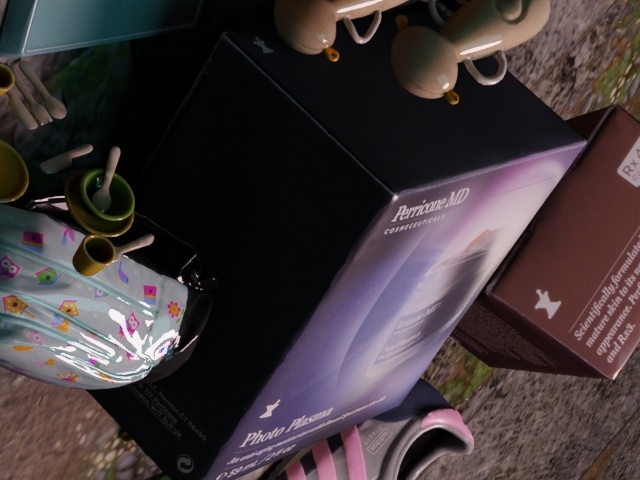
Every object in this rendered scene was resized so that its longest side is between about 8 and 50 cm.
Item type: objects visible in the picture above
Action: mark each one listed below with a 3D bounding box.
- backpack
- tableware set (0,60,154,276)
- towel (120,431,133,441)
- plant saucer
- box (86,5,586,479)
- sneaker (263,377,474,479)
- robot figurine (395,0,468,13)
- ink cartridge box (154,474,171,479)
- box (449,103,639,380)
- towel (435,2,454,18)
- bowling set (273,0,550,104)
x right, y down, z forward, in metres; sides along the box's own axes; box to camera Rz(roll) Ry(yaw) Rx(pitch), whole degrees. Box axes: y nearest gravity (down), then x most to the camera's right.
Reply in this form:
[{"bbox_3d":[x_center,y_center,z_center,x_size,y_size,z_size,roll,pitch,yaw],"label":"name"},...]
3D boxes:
[{"bbox_3d":[-0.175,0.033,1.233,0.182,0.152,0.115,31,63,-51],"label":"backpack"},{"bbox_3d":[-0.170,-0.046,1.161,0.104,0.154,0.024,-28,169,-46],"label":"tableware set"},{"bbox_3d":[-0.061,0.115,1.625,0.102,0.021,0.237,-33,175,40],"label":"towel"},{"bbox_3d":[-0.134,-0.157,1.247,0.192,0.018,0.067,-20,135,-55],"label":"plant saucer"},{"bbox_3d":[0.000,0.000,1.411,0.296,0.183,0.294,-17,145,-55],"label":"box"},{"bbox_3d":[0.022,0.261,1.869,0.319,0.131,0.112,-49,154,-20],"label":"sneaker"},{"bbox_3d":[0.162,-0.265,1.437,0.278,0.209,0.173,-25,140,-20],"label":"robot figurine"},{"bbox_3d":[-0.129,0.319,1.567,0.289,0.211,0.121,-18,135,-53],"label":"ink cartridge box"},{"bbox_3d":[0.202,0.007,1.704,0.191,0.143,0.381,-55,-175,-7],"label":"box"},{"bbox_3d":[0.137,-0.207,1.596,0.148,0.027,0.110,-32,179,20],"label":"towel"},{"bbox_3d":[-0.003,-0.195,1.270,0.154,0.287,0.200,-33,179,-32],"label":"bowling set"}]
